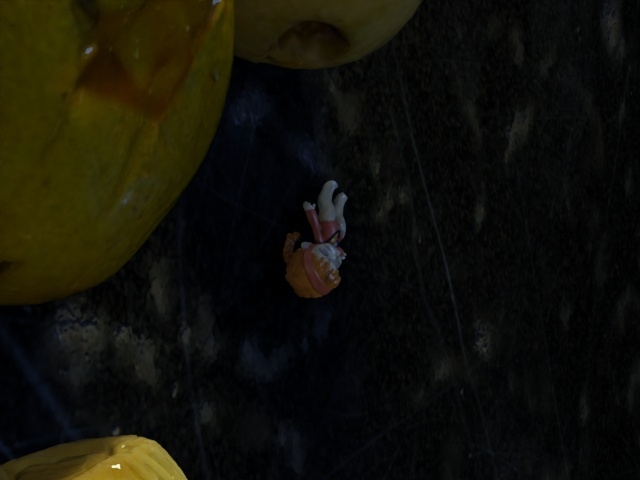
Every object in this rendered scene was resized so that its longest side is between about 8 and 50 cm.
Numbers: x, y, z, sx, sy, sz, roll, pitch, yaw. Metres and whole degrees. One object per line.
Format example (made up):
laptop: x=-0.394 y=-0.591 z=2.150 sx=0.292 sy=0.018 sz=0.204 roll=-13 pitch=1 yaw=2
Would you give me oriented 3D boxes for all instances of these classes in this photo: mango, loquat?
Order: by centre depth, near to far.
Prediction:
mango: x=-0.158 y=-0.133 z=0.802 sx=0.253 sy=0.182 sz=0.365 roll=-40 pitch=141 yaw=-41
loquat: x=-0.009 y=-0.224 z=1.104 sx=0.213 sy=0.213 sz=0.213 roll=9 pitch=79 yaw=-58

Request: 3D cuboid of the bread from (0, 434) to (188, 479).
bread: x=-0.180 y=0.200 z=0.818 sx=0.288 sy=0.152 sz=0.119 roll=-28 pitch=101 yaw=-52

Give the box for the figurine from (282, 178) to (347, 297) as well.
figurine: x=0.000 y=0.000 z=1.239 sx=0.064 sy=0.047 sz=0.109 roll=51 pitch=36 yaw=-33
